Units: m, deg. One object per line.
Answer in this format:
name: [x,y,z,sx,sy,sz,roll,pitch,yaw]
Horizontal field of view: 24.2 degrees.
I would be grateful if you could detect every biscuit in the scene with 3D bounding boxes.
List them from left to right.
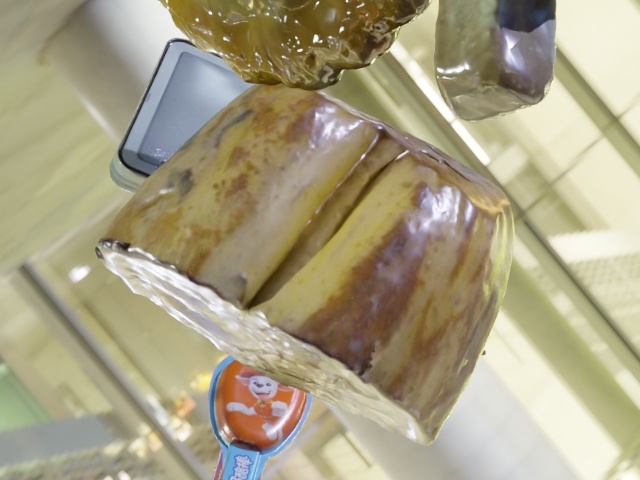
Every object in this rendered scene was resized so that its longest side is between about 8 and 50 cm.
biscuit: [-0.024,-0.287,1.066,0.078,0.329,0.335,0,125,-55]

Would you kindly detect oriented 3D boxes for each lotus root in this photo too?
lotus root: [0.000,0.000,1.197,0.250,0.316,0.316,-59,-179,-3]

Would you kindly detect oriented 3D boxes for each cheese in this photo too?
cheese: [-0.071,0.197,1.477,0.256,0.106,0.037,-76,180,-45]

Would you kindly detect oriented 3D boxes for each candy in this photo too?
candy: [0.184,-0.245,1.579,0.104,0.102,0.234,-15,-120,42]

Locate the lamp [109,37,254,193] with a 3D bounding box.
lamp: [-0.105,-0.120,1.863,0.269,0.266,0.047,-74,-172,-45]
